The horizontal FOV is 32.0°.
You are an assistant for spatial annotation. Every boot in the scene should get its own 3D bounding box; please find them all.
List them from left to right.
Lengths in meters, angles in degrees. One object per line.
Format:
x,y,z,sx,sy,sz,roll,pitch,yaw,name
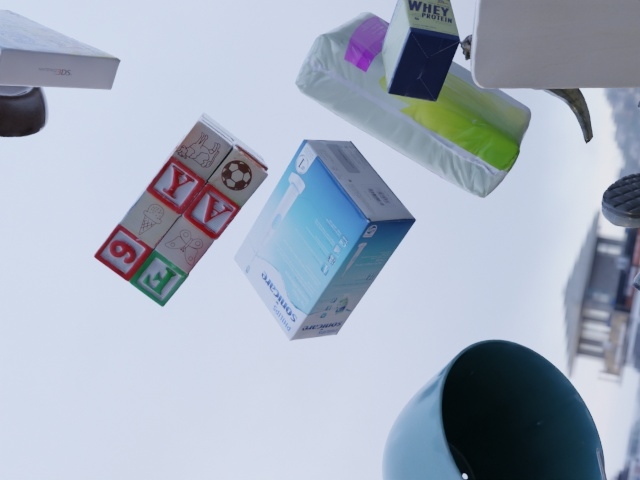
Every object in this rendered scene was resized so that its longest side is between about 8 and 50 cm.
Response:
0.422,-0.001,1.382,0.246,0.083,0.161,-13,-55,-40,boot

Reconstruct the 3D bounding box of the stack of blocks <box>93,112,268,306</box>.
-0.146,-0.048,1.228,0.171,0.087,0.297,-52,9,4,stack of blocks

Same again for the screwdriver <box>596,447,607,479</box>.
0.275,0.257,1.041,0.024,0.025,0.170,-50,16,29,screwdriver

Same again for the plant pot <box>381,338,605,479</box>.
0.227,0.327,1.643,0.235,0.293,0.293,-44,15,46,plant pot

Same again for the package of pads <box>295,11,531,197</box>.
0.134,-0.188,1.503,0.101,0.296,0.229,-60,-4,23,package of pads

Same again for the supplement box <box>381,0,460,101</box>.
0.105,-0.209,1.195,0.083,0.056,0.083,-95,18,-46,supplement box

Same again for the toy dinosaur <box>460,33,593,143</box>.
0.274,-0.209,1.303,0.268,0.118,0.064,26,-142,-36,toy dinosaur

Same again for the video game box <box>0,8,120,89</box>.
-0.364,-0.224,1.278,0.205,0.187,0.048,-11,-59,-62,video game box

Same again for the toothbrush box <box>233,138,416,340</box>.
0.000,0.000,1.979,0.126,0.216,0.295,-2,-46,-45,toothbrush box

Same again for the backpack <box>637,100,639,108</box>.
0.504,-0.181,1.530,0.114,0.084,0.105,-53,16,39,backpack

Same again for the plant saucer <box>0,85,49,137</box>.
-0.534,-0.258,1.630,0.050,0.311,0.310,-56,-7,22,plant saucer

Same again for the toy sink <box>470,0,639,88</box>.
0.234,-0.221,0.931,0.131,0.234,0.152,-100,9,-58,toy sink
